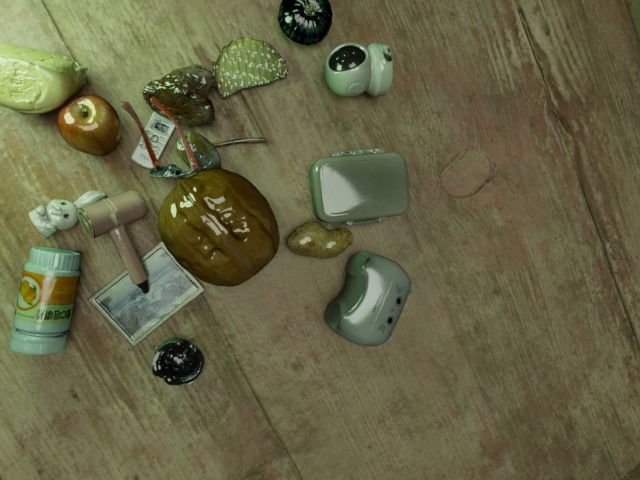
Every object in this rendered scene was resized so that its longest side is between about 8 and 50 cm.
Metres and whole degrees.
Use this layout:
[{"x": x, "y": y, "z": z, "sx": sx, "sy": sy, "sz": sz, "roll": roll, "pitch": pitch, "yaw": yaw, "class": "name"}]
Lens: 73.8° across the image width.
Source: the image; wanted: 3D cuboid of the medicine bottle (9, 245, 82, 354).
[{"x": -0.866, "y": 0.184, "z": 1.353, "sx": 0.158, "sy": 0.158, "sz": 0.318, "roll": 11, "pitch": 89, "yaw": -15, "class": "medicine bottle"}]

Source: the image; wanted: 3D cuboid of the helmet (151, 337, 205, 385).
[{"x": -0.501, "y": 0.413, "z": 1.489, "sx": 0.153, "sy": 0.107, "sz": 0.177, "roll": -51, "pitch": 122, "yaw": -11, "class": "helmet"}]

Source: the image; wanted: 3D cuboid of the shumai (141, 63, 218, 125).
[{"x": -0.462, "y": -0.501, "z": 1.452, "sx": 0.218, "sy": 0.184, "sz": 0.185, "roll": 4, "pitch": 56, "yaw": -4, "class": "shumai"}]

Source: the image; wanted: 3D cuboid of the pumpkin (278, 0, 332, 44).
[{"x": -0.052, "y": -0.809, "z": 1.536, "sx": 0.202, "sy": 0.140, "sz": 0.201, "roll": -1, "pitch": 95, "yaw": -13, "class": "pumpkin"}]

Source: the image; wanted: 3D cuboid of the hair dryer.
[{"x": -0.639, "y": 0.018, "z": 1.427, "sx": 0.189, "sy": 0.107, "sz": 0.344, "roll": -32, "pitch": 112, "yaw": -39, "class": "hair dryer"}]

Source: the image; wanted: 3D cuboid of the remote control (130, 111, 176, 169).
[{"x": -0.577, "y": -0.342, "z": 1.473, "sx": 0.088, "sy": 0.029, "sz": 0.190, "roll": 28, "pitch": 86, "yaw": -14, "class": "remote control"}]

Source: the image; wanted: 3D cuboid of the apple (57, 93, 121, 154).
[{"x": -0.728, "y": -0.360, "z": 1.363, "sx": 0.199, "sy": 0.199, "sz": 0.199, "roll": -1, "pitch": 92, "yaw": -15, "class": "apple"}]

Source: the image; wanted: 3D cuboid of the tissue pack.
[{"x": 0.187, "y": 0.222, "z": 1.594, "sx": 0.236, "sy": 0.229, "sz": 0.333, "roll": 26, "pitch": 86, "yaw": -14, "class": "tissue pack"}]

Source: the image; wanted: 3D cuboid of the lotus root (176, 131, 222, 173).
[{"x": -0.409, "y": -0.288, "z": 1.484, "sx": 0.113, "sy": 0.088, "sz": 0.192, "roll": -43, "pitch": 117, "yaw": 0, "class": "lotus root"}]

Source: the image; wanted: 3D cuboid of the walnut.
[{"x": -0.329, "y": -0.043, "z": 1.404, "sx": 0.354, "sy": 0.308, "sz": 0.398, "roll": -47, "pitch": 110, "yaw": -12, "class": "walnut"}]

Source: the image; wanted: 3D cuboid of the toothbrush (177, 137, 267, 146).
[{"x": -0.350, "y": -0.351, "z": 1.536, "sx": 0.321, "sy": 0.023, "sz": 0.031, "roll": -6, "pitch": 97, "yaw": -14, "class": "toothbrush"}]

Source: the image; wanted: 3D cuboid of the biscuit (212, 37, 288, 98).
[{"x": -0.264, "y": -0.636, "z": 1.540, "sx": 0.274, "sy": 0.036, "sz": 0.187, "roll": -21, "pitch": 97, "yaw": -12, "class": "biscuit"}]

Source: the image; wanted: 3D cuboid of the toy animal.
[{"x": -0.804, "y": -0.093, "z": 1.378, "sx": 0.221, "sy": 0.131, "sz": 0.103, "roll": -25, "pitch": 84, "yaw": -15, "class": "toy animal"}]

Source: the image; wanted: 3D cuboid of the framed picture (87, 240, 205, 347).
[{"x": -0.602, "y": 0.187, "z": 1.492, "sx": 0.315, "sy": 0.024, "sz": 0.232, "roll": -41, "pitch": 100, "yaw": -11, "class": "framed picture"}]

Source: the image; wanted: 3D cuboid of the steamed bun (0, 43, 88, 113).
[{"x": -0.873, "y": -0.485, "z": 1.299, "sx": 0.273, "sy": 0.232, "sz": 0.166, "roll": 9, "pitch": 117, "yaw": -15, "class": "steamed bun"}]

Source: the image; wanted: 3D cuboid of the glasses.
[{"x": -0.491, "y": -0.325, "z": 1.357, "sx": 0.118, "sy": 0.234, "sz": 0.268, "roll": -37, "pitch": 125, "yaw": -40, "class": "glasses"}]

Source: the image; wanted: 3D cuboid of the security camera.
[{"x": 0.129, "y": -0.623, "z": 1.572, "sx": 0.236, "sy": 0.194, "sz": 0.194, "roll": -7, "pitch": 94, "yaw": -9, "class": "security camera"}]

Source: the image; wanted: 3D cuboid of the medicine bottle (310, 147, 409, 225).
[{"x": 0.151, "y": -0.201, "z": 1.622, "sx": 0.375, "sy": 0.123, "sz": 0.282, "roll": -7, "pitch": 93, "yaw": -15, "class": "medicine bottle"}]

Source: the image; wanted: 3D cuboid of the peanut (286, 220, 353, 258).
[{"x": 0.000, "y": 0.000, "z": 1.592, "sx": 0.253, "sy": 0.122, "sz": 0.137, "roll": 9, "pitch": 96, "yaw": -17, "class": "peanut"}]
